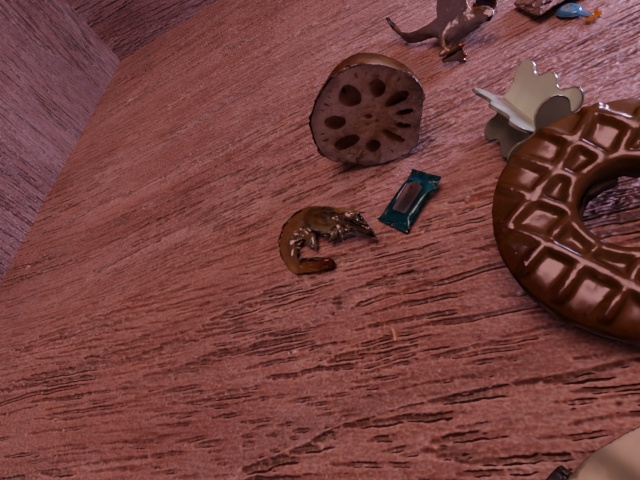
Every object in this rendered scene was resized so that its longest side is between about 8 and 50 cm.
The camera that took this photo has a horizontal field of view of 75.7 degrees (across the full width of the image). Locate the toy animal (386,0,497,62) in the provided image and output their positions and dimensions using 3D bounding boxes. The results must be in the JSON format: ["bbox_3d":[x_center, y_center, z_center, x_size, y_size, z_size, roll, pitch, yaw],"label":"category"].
[{"bbox_3d":[0.308,-0.588,1.112,0.284,0.225,0.302,-25,55,40],"label":"toy animal"}]

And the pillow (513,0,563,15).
[{"bbox_3d":[0.614,-0.637,1.002,0.248,0.049,0.135,-25,38,11],"label":"pillow"}]

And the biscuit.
[{"bbox_3d":[0.393,-0.019,0.582,0.268,0.115,0.366,-22,58,22],"label":"biscuit"}]

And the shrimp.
[{"bbox_3d":[-0.001,-0.001,0.896,0.253,0.058,0.173,13,72,42],"label":"shrimp"}]

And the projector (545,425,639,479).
[{"bbox_3d":[0.317,0.324,0.409,0.269,0.088,0.193,-46,44,-8],"label":"projector"}]

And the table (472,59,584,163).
[{"bbox_3d":[0.383,-0.229,0.765,0.166,0.166,0.198,-26,38,12],"label":"table"}]

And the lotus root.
[{"bbox_3d":[0.109,-0.309,0.940,0.272,0.272,0.192,-14,40,23],"label":"lotus root"}]

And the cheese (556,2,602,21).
[{"bbox_3d":[0.594,-0.528,0.954,0.047,0.017,0.111,-39,45,5],"label":"cheese"}]

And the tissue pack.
[{"bbox_3d":[0.187,-0.084,0.858,0.138,0.028,0.085,-53,43,-7],"label":"tissue pack"}]
